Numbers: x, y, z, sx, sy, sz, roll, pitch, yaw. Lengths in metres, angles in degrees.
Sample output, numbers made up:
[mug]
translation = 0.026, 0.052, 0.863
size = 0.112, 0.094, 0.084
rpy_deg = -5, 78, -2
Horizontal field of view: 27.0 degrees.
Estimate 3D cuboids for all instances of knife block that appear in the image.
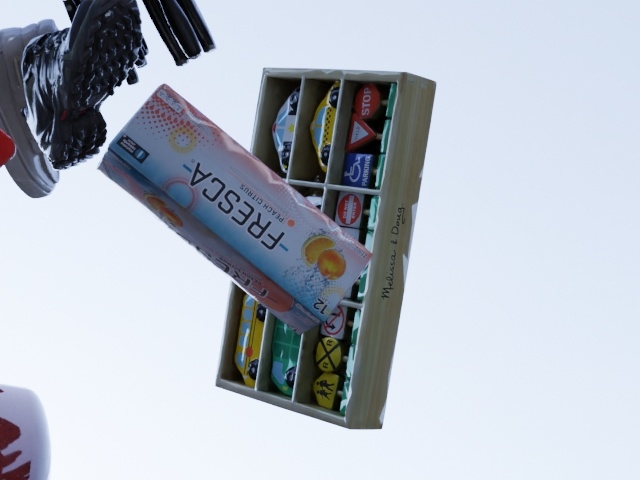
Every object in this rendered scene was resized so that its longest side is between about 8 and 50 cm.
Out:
[knife block]
translation = -0.199, -0.309, 1.378
size = 0.242, 0.088, 0.275
rpy_deg = 18, -67, -7

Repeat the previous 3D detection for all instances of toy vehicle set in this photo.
[toy vehicle set]
translation = 0.000, 0.000, 1.038
size = 0.035, 0.266, 0.166
rpy_deg = 9, 0, -42

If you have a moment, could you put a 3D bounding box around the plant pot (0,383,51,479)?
[plant pot]
translation = -0.324, 0.233, 0.937
size = 0.267, 0.267, 0.236
rpy_deg = 13, -3, -25

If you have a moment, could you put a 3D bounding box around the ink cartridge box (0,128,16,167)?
[ink cartridge box]
translation = -0.286, -0.086, 0.694
size = 0.134, 0.078, 0.231
rpy_deg = -45, -79, -4

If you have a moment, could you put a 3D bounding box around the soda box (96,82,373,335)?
[soda box]
translation = -0.057, -0.018, 0.886
size = 0.183, 0.063, 0.058
rpy_deg = 40, -21, -5

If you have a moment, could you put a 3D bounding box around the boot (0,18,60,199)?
[boot]
translation = -0.317, -0.148, 1.542
size = 0.123, 0.095, 0.258
rpy_deg = -14, -35, 1

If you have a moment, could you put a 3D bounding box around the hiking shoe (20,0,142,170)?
[hiking shoe]
translation = -0.254, -0.178, 1.322
size = 0.114, 0.086, 0.227
rpy_deg = 43, -50, 19
